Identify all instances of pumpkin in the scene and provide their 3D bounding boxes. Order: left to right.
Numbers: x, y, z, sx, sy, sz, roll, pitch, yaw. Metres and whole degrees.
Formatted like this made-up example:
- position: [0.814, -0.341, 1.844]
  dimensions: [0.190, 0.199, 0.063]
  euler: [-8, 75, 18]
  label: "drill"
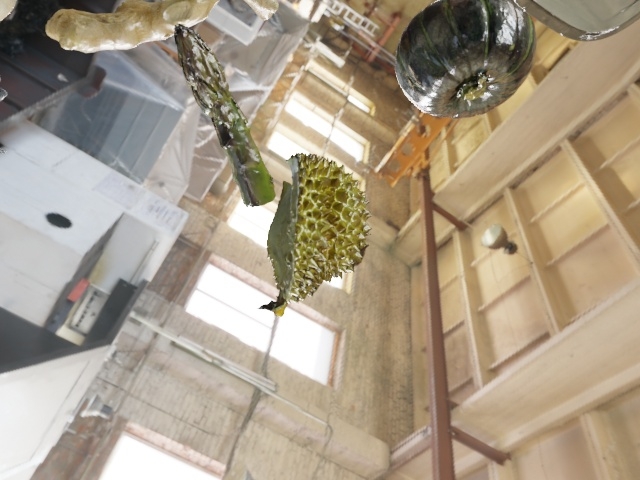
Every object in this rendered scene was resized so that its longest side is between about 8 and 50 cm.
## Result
- position: [0.337, -0.435, 1.272]
  dimensions: [0.323, 0.324, 0.241]
  euler: [143, -56, -59]
  label: "pumpkin"

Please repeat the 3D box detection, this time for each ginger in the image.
- position: [-0.198, -0.284, 0.673]
  dimensions: [0.089, 0.288, 0.075]
  euler: [-105, -178, -49]
  label: "ginger"

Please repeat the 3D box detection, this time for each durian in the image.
- position: [0.000, 0.000, 0.774]
  dimensions: [0.193, 0.138, 0.237]
  euler: [-156, -100, -72]
  label: "durian"

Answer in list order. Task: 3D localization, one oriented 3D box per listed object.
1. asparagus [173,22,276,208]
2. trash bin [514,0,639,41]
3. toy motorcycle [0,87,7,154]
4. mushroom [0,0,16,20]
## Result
- position: [-0.081, -0.102, 0.457]
  dimensions: [0.036, 0.165, 0.030]
  euler: [-5, -147, 34]
  label: "asparagus"
- position: [0.421, -0.485, 0.857]
  dimensions: [0.219, 0.220, 0.250]
  euler: [-42, -148, 47]
  label: "trash bin"
- position: [-0.562, -0.226, 0.782]
  dimensions: [0.091, 0.263, 0.157]
  euler: [-46, 156, -58]
  label: "toy motorcycle"
- position: [-0.317, -0.219, 0.379]
  dimensions: [0.260, 0.253, 0.234]
  euler: [-33, 172, 14]
  label: "mushroom"
